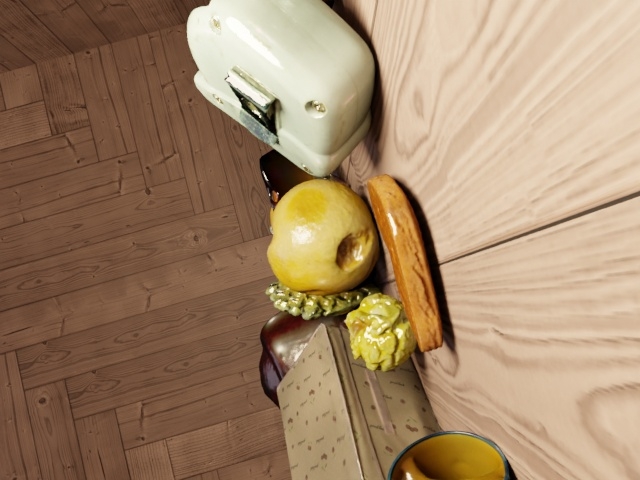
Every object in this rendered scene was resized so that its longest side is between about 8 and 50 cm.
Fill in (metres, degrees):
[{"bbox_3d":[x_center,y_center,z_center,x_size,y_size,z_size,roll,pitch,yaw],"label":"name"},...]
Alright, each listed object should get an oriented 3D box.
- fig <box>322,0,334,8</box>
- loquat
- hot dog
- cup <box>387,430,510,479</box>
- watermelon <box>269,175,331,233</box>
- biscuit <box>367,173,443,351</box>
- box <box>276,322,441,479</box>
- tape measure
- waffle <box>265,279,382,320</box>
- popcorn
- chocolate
[{"bbox_3d":[-0.036,-0.337,0.633,0.109,0.103,0.154,40,165,38],"label":"fig"},{"bbox_3d":[-0.003,-0.004,0.925,0.213,0.213,0.213,164,90,-89],"label":"loquat"},{"bbox_3d":[-0.020,-0.035,1.106,0.107,0.194,0.326,-26,83,57],"label":"hot dog"},{"bbox_3d":[0.152,0.277,0.518,0.113,0.150,0.138,2,114,52],"label":"cup"},{"bbox_3d":[-0.013,-0.026,1.250,0.213,0.201,0.261,-3,-111,-87],"label":"watermelon"},{"bbox_3d":[0.100,0.016,0.614,0.186,0.036,0.192,-101,-4,-75],"label":"biscuit"},{"bbox_3d":[0.063,0.334,0.883,0.225,0.190,0.297,-58,31,33],"label":"box"},{"bbox_3d":[-0.058,-0.199,0.632,0.243,0.125,0.246,37,168,11],"label":"tape measure"},{"bbox_3d":[-0.002,0.113,1.123,0.204,0.223,0.054,29,126,52],"label":"waffle"},{"bbox_3d":[0.093,0.137,0.791,0.120,0.116,0.106,-56,-21,-33],"label":"popcorn"},{"bbox_3d":[0.009,0.278,1.286,0.383,0.331,0.383,-15,-90,-89],"label":"chocolate"}]
